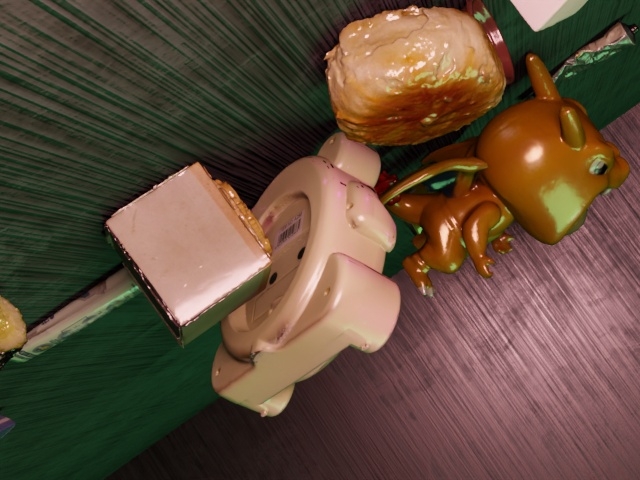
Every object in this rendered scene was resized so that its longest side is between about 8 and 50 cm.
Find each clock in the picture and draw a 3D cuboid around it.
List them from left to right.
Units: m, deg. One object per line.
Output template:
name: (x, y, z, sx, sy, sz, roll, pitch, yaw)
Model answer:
clock: (-0.020, 0.036, 1.285, 0.284, 0.114, 0.309, -40, -147, 42)

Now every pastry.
pastry: (0.100, -0.164, 1.071, 0.182, 0.093, 0.192, -15, 161, 7)

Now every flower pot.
flower pot: (0.160, -0.212, 1.193, 0.089, 0.111, 0.111, -24, 176, 25)

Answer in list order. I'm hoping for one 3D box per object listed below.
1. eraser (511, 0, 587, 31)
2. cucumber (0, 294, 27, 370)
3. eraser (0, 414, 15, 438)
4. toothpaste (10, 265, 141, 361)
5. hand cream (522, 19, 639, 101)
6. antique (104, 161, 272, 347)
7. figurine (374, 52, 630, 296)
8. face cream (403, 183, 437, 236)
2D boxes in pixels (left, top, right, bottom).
eraser: (0.306, -0.343, 1.083, 0.076, 0.078, 0.298, -29, 170, -32)
cucumber: (-0.435, 0.167, 1.102, 0.303, 0.081, 0.072, -38, -161, 18)
eraser: (-0.568, 0.337, 1.618, 0.225, 0.036, 0.082, -40, 171, 29)
toothpaste: (-0.296, 0.088, 1.299, 0.239, 0.039, 0.062, -33, 167, 3)
hand cream: (0.473, -0.312, 1.888, 0.248, 0.052, 0.075, -39, 169, 25)
antique: (-0.139, 0.014, 1.143, 0.148, 0.146, 0.152, -34, 172, -13)
figurine: (0.283, -0.088, 1.709, 0.387, 0.268, 0.401, -37, 168, 22)
face cream: (0.315, -0.137, 2.065, 0.349, 0.105, 0.105, -34, 171, -2)
